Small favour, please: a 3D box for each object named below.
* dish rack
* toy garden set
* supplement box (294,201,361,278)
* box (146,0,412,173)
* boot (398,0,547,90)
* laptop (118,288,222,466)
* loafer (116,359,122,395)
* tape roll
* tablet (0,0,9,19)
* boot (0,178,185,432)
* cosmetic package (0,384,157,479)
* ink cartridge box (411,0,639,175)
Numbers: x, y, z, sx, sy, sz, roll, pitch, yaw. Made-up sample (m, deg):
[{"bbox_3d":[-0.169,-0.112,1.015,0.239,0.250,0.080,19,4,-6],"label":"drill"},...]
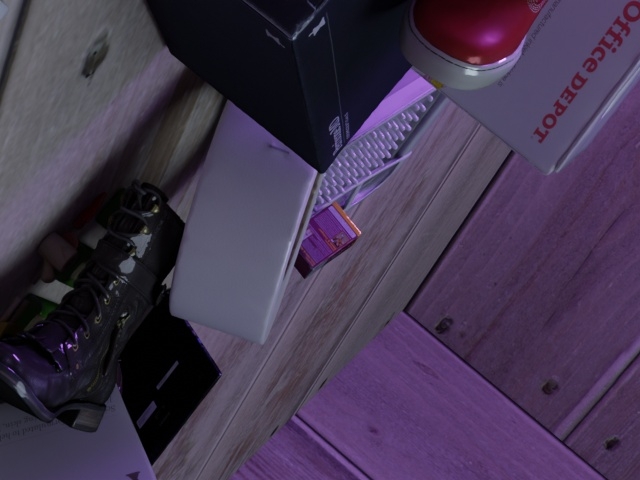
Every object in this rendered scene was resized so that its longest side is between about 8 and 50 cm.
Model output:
[{"bbox_3d":[0.022,-0.102,1.793,0.285,0.072,0.333,-34,171,-30],"label":"dish rack"},{"bbox_3d":[-0.250,0.057,1.413,0.244,0.049,0.204,-50,170,-3],"label":"toy garden set"},{"bbox_3d":[0.000,0.000,1.811,0.083,0.055,0.043,-34,172,-23],"label":"supplement box"},{"bbox_3d":[0.025,-0.258,1.104,0.312,0.179,0.343,-50,170,-8],"label":"box"},{"bbox_3d":[0.146,-0.219,1.030,0.244,0.088,0.176,-52,173,-48],"label":"boot"},{"bbox_3d":[-0.201,0.191,1.857,0.136,0.264,0.234,25,107,-42],"label":"laptop"},{"bbox_3d":[-0.280,0.157,1.624,0.220,0.080,0.078,16,81,-78],"label":"loafer"},{"bbox_3d":[-0.057,-0.046,1.447,0.286,0.100,0.286,19,90,-89],"label":"tape roll"},{"bbox_3d":[-0.236,-0.125,0.949,0.083,0.006,0.054,-50,170,-1],"label":"tablet"},{"bbox_3d":[-0.210,0.048,1.319,0.229,0.091,0.263,-63,165,-6],"label":"boot"},{"bbox_3d":[-0.319,0.317,1.557,0.217,0.156,0.385,-12,150,-28],"label":"cosmetic package"},{"bbox_3d":[0.195,-0.250,1.498,0.226,0.306,0.131,-55,169,29],"label":"ink cartridge box"}]
